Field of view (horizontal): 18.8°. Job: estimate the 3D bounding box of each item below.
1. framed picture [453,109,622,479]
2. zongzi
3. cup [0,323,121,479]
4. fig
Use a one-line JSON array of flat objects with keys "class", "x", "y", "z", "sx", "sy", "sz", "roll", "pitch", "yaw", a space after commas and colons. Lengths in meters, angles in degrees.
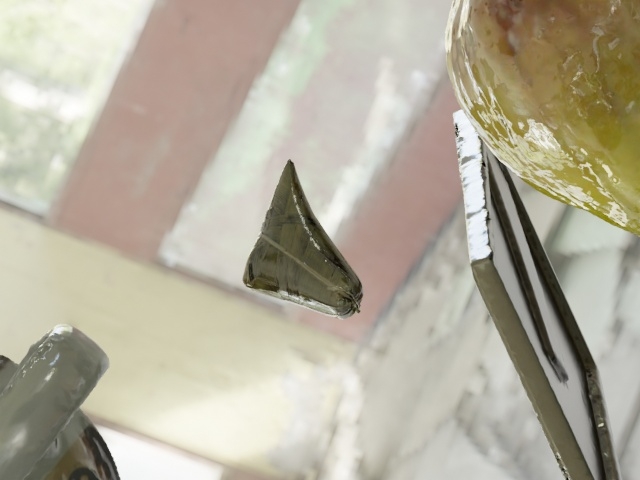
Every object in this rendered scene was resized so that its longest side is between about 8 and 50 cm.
[{"class": "framed picture", "x": 0.152, "y": 0.060, "z": 1.319, "sx": 0.022, "sy": 0.247, "sz": 0.335, "roll": -23, "pitch": 18, "yaw": 10}, {"class": "zongzi", "x": 0.000, "y": 0.000, "z": 1.152, "sx": 0.083, "sy": 0.076, "sz": 0.040, "roll": -69, "pitch": -22, "yaw": -9}, {"class": "cup", "x": -0.235, "y": 0.186, "z": 1.172, "sx": 0.301, "sy": 0.227, "sz": 0.257, "roll": -50, "pitch": 6, "yaw": 20}, {"class": "fig", "x": 0.156, "y": -0.048, "z": 0.979, "sx": 0.159, "sy": 0.159, "sz": 0.257, "roll": 167, "pitch": 86, "yaw": -74}]
